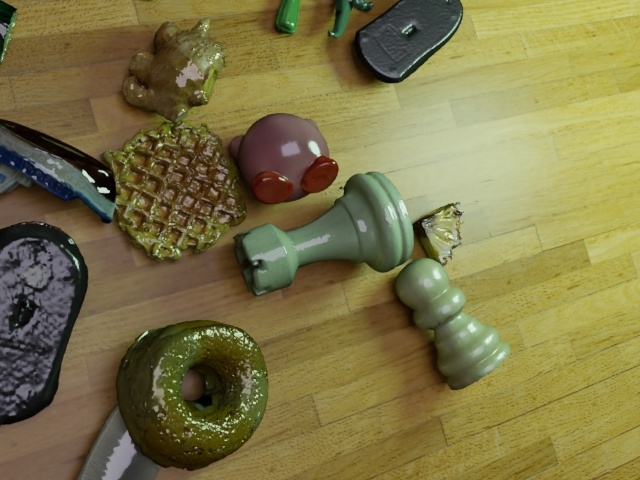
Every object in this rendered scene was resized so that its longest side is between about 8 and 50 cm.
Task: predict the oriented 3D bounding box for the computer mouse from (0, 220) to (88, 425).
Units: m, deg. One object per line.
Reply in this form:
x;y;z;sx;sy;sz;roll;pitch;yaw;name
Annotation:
-0.478;0.129;1.232;0.183;0.116;0.323;19;80;-21;computer mouse

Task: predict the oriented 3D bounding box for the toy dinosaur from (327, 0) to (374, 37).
0.088;-0.518;1.625;0.120;0.079;0.292;17;71;-15;toy dinosaur

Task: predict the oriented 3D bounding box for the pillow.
-0.311;0.363;1.284;0.144;0.078;0.254;36;68;-26;pillow

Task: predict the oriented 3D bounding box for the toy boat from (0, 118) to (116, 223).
-0.458;-0.106;1.295;0.262;0.114;0.115;25;103;-13;toy boat

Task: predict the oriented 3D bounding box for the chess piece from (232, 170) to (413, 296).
0.000;0.000;1.441;0.299;0.194;0.194;-19;88;-17;chess piece

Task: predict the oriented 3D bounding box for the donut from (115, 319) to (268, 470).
-0.196;0.244;1.293;0.272;0.107;0.272;18;62;-39;donut

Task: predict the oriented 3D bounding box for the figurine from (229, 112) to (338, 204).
-0.068;-0.154;1.440;0.173;0.173;0.173;5;78;-23;figurine

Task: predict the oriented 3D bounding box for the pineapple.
0.239;-0.017;1.601;0.116;0.069;0.137;15;76;-21;pineapple

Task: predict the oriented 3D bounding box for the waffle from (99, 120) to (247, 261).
-0.257;-0.092;1.406;0.254;0.052;0.245;-27;90;-27;waffle

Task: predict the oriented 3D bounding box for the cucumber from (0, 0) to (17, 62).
-0.626;-0.397;1.296;0.244;0.063;0.115;24;71;-16;cucumber

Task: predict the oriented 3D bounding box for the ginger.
-0.252;-0.314;1.423;0.157;0.102;0.216;24;73;7;ginger

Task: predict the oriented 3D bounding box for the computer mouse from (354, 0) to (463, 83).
0.182;-0.429;1.643;0.270;0.086;0.137;-41;89;-16;computer mouse

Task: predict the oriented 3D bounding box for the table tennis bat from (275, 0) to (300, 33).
-0.048;-0.533;1.590;0.160;0.039;0.257;16;72;-18;table tennis bat

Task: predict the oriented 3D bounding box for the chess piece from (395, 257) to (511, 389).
0.243;0.150;1.541;0.144;0.144;0.251;-35;91;-25;chess piece
